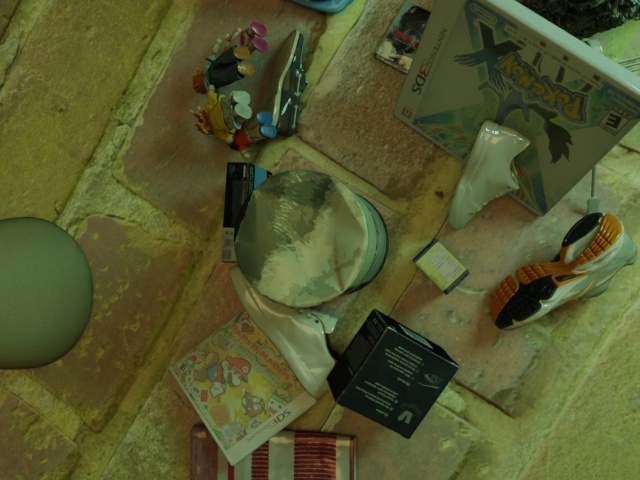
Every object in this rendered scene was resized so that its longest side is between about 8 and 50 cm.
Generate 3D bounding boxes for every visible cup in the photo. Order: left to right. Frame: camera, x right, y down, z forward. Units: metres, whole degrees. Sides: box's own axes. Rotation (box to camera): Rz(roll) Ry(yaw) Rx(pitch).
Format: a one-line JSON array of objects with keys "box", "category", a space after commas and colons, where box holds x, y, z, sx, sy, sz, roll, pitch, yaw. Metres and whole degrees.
[{"box": [-0.668, 0.109, 1.082, 0.332, 0.237, 0.330, 0, 88, 13], "category": "cup"}]

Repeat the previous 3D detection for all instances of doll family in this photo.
[{"box": [-0.183, -0.284, 1.024, 0.163, 0.119, 0.262, -8, 85, 51], "category": "doll family"}]

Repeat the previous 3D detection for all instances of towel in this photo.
[{"box": [-0.093, 0.480, 1.046, 0.330, 0.037, 0.236, -1, 86, 11], "category": "towel"}]

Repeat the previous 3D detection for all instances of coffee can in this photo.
[{"box": [0.000, 0.000, 0.911, 0.202, 0.275, 0.201, 0, 88, 13], "category": "coffee can"}]

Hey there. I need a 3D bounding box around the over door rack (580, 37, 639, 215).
[{"box": [0.530, -0.182, 0.847, 0.240, 0.108, 0.324, -11, 120, 13], "category": "over door rack"}]

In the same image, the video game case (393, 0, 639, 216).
[{"box": [0.286, -0.212, 0.855, 0.329, 0.300, 0.036, 37, 64, 11], "category": "video game case"}]

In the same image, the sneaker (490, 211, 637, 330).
[{"box": [0.410, 0.077, 0.910, 0.121, 0.099, 0.262, 30, 121, -29], "category": "sneaker"}]

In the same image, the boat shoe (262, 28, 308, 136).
[{"box": [-0.059, -0.299, 1.053, 0.065, 0.075, 0.205, 16, 86, -30], "category": "boat shoe"}]

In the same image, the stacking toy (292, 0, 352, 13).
[{"box": [-0.021, -0.532, 0.914, 0.166, 0.302, 0.175, 23, 93, 13], "category": "stacking toy"}]

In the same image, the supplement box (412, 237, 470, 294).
[{"box": [0.212, 0.045, 0.959, 0.056, 0.083, 0.083, -45, 79, 9], "category": "supplement box"}]

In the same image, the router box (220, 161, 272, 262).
[{"box": [-0.135, -0.048, 1.015, 0.046, 0.133, 0.178, 4, 90, 14], "category": "router box"}]

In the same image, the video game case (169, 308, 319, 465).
[{"box": [-0.150, 0.275, 1.048, 0.206, 0.026, 0.227, -38, 76, 3], "category": "video game case"}]

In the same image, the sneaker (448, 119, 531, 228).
[{"box": [0.277, -0.090, 0.904, 0.094, 0.080, 0.212, 21, 136, 11], "category": "sneaker"}]

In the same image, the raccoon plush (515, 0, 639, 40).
[{"box": [0.417, -0.352, 0.903, 0.447, 0.299, 0.215, 9, 62, -16], "category": "raccoon plush"}]

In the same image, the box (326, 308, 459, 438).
[{"box": [0.121, 0.228, 0.942, 0.156, 0.093, 0.158, 31, 96, -17], "category": "box"}]

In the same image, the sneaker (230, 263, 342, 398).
[{"box": [-0.045, 0.142, 1.013, 0.123, 0.106, 0.290, -37, 92, 7], "category": "sneaker"}]

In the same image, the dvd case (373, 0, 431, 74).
[{"box": [0.165, -0.375, 1.016, 0.087, 0.013, 0.119, 32, 96, 12], "category": "dvd case"}]
